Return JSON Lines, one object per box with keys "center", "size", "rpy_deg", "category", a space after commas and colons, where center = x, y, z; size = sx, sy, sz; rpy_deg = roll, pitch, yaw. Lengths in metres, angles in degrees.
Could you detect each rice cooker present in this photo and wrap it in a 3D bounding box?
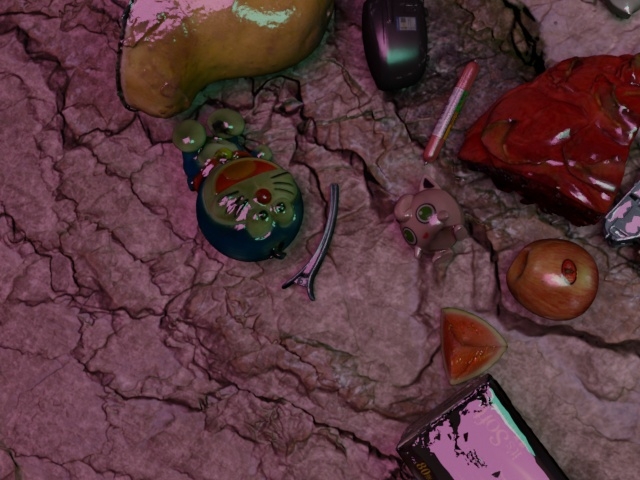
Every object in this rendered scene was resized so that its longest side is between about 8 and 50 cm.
{"center": [0.137, -0.380, 1.332], "size": [0.118, 0.142, 0.203], "rpy_deg": [-3, 85, 0], "category": "rice cooker"}

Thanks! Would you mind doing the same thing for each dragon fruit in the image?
{"center": [0.414, -0.224, 1.213], "size": [0.286, 0.228, 0.329], "rpy_deg": [32, 95, 15], "category": "dragon fruit"}

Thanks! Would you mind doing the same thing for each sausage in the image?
{"center": [0.246, -0.241, 1.351], "size": [0.029, 0.029, 0.223], "rpy_deg": [26, 92, 13], "category": "sausage"}

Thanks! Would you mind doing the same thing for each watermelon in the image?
{"center": [0.251, 0.181, 1.286], "size": [0.125, 0.094, 0.135], "rpy_deg": [-38, 74, 15], "category": "watermelon"}

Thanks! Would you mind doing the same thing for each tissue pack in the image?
{"center": [0.312, 0.418, 1.199], "size": [0.210, 0.198, 0.370], "rpy_deg": [-39, 78, 11], "category": "tissue pack"}

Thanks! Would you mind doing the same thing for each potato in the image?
{"center": [-0.157, -0.383, 1.316], "size": [0.296, 0.290, 0.397], "rpy_deg": [22, 71, 11], "category": "potato"}

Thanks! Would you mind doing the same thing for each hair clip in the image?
{"center": [0.000, 0.000, 1.390], "size": [0.070, 0.039, 0.230], "rpy_deg": [22, 86, 13], "category": "hair clip"}

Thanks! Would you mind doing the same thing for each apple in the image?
{"center": [0.396, 0.065, 1.235], "size": [0.131, 0.146, 0.146], "rpy_deg": [15, 89, -8], "category": "apple"}

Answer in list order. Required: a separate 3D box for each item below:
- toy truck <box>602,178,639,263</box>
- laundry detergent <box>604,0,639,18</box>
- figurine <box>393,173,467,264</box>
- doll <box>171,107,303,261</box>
{"center": [0.643, -0.091, 1.201], "size": [0.184, 0.133, 0.338], "rpy_deg": [40, 97, 22], "category": "toy truck"}
{"center": [0.585, -0.537, 1.265], "size": [0.143, 0.094, 0.290], "rpy_deg": [29, 92, 16], "category": "laundry detergent"}
{"center": [0.198, -0.034, 1.299], "size": [0.125, 0.125, 0.138], "rpy_deg": [-41, 63, 7], "category": "figurine"}
{"center": [-0.149, -0.089, 1.354], "size": [0.198, 0.186, 0.322], "rpy_deg": [-20, 61, -20], "category": "doll"}
